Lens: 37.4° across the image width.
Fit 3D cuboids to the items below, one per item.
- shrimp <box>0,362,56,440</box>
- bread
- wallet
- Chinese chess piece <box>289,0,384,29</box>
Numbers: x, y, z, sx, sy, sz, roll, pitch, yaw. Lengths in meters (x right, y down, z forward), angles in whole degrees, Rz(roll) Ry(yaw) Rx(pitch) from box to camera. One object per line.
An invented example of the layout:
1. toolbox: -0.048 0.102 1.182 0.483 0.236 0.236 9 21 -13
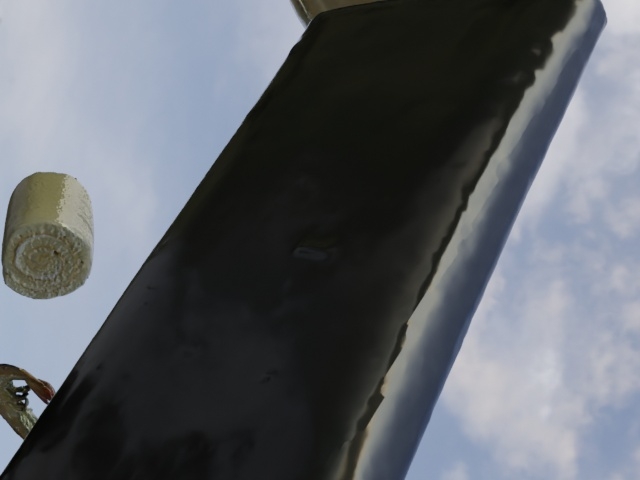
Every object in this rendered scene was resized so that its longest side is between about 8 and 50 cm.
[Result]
1. shrimp: -0.374 0.229 1.252 0.124 0.034 0.178 -26 -78 38
2. bread: -0.409 -0.008 1.427 0.148 0.134 0.141 -61 -154 31
3. wallet: 0.001 0.001 0.541 0.228 0.062 0.406 2 -131 39
4. Chinese chess piece: 0.088 -0.254 0.802 0.103 0.250 0.249 -69 -178 -72
